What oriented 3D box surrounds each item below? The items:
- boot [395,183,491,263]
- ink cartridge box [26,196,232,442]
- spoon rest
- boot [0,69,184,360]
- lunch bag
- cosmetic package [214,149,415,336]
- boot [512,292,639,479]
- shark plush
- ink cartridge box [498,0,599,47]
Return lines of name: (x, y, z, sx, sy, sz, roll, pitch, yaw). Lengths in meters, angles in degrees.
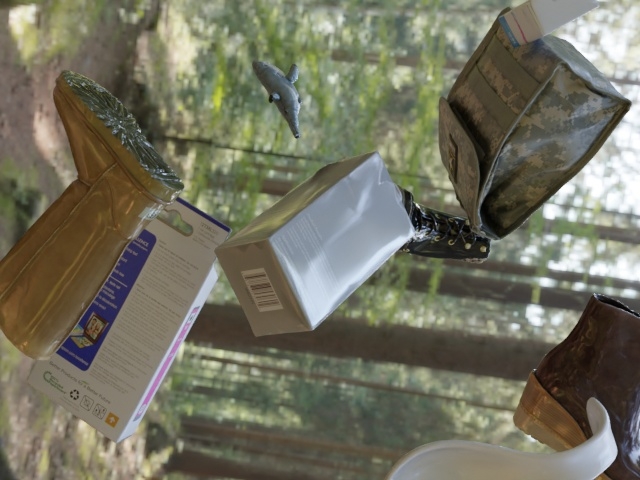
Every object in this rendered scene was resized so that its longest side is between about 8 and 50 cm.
boot: (0.179, -0.023, 1.524, 0.236, 0.178, 0.085, 94, 4, -77)
ink cartridge box: (-0.280, 0.099, 1.478, 0.371, 0.175, 0.069, -61, 168, 10)
spoon rest: (0.189, 0.246, 1.024, 0.084, 0.276, 0.137, -154, -136, -74)
boot: (-0.311, -0.034, 1.165, 0.269, 0.236, 0.089, -48, 152, 15)
lunch bag: (0.282, -0.167, 1.483, 0.287, 0.168, 0.235, -56, -156, 23)
cosmetic package: (0.000, 0.000, 1.195, 0.238, 0.107, 0.127, -39, 110, -45)
boot: (0.390, 0.203, 1.251, 0.207, 0.248, 0.090, -59, -173, 18)
shark plush: (-0.074, -0.242, 1.728, 0.067, 0.073, 0.161, 11, 61, -50)
ink cartridge box: (0.303, -0.306, 1.323, 0.052, 0.088, 0.122, 61, -4, -6)
